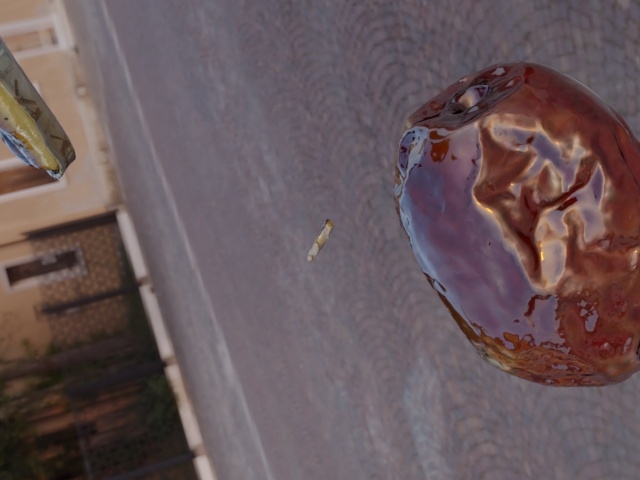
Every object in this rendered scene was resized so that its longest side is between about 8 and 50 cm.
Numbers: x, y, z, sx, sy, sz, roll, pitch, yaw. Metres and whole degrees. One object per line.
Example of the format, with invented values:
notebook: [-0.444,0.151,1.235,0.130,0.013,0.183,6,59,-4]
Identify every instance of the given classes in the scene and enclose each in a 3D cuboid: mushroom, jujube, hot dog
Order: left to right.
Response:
hot dog: [-0.427,-0.192,1.435,0.162,0.081,0.270,47,167,47]
mushroom: [0.000,0.000,1.660,0.019,0.049,0.101,32,140,2]
jujube: [0.242,-0.005,1.141,0.377,0.276,0.276,56,171,-18]
